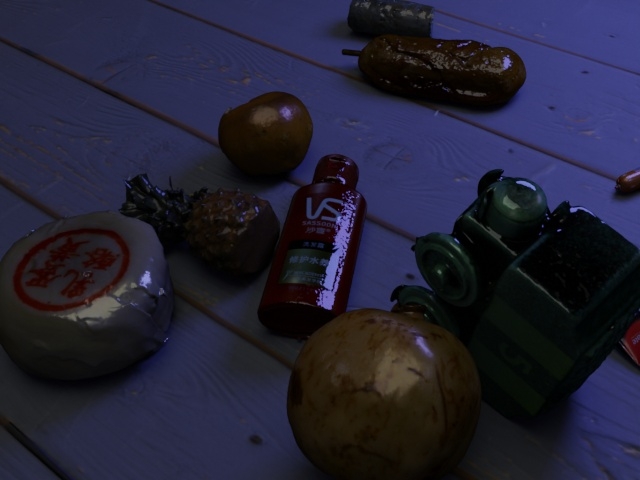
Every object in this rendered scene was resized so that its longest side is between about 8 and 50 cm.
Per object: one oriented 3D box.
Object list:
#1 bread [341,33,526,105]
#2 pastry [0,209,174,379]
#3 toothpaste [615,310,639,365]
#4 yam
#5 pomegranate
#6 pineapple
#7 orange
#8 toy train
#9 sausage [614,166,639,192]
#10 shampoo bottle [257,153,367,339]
[{"bbox_3d":[0.193,-0.316,1.470,0.343,0.084,0.124,15,49,21],"label":"bread"},{"bbox_3d":[-0.321,0.070,1.124,0.264,0.133,0.265,-3,41,3],"label":"pastry"},{"bbox_3d":[0.367,0.084,1.085,0.071,0.045,0.193,-32,56,-22],"label":"toothpaste"},{"bbox_3d":[0.142,-0.432,1.596,0.179,0.078,0.078,15,49,21],"label":"yam"},{"bbox_3d":[0.069,0.167,0.904,0.215,0.215,0.215,-4,45,4],"label":"pomegranate"},{"bbox_3d":[-0.185,-0.033,1.217,0.248,0.128,0.128,18,50,27],"label":"pineapple"},{"bbox_3d":[-0.088,-0.171,1.339,0.156,0.134,0.156,-17,4,1],"label":"orange"},{"bbox_3d":[0.220,0.070,0.947,0.167,0.299,0.238,-37,66,-25],"label":"toy train"},{"bbox_3d":[0.492,-0.098,1.254,0.107,0.031,0.031,-21,47,-12],"label":"sausage"},{"bbox_3d":[0.000,0.000,1.187,0.118,0.076,0.314,2,46,13],"label":"shampoo bottle"}]
